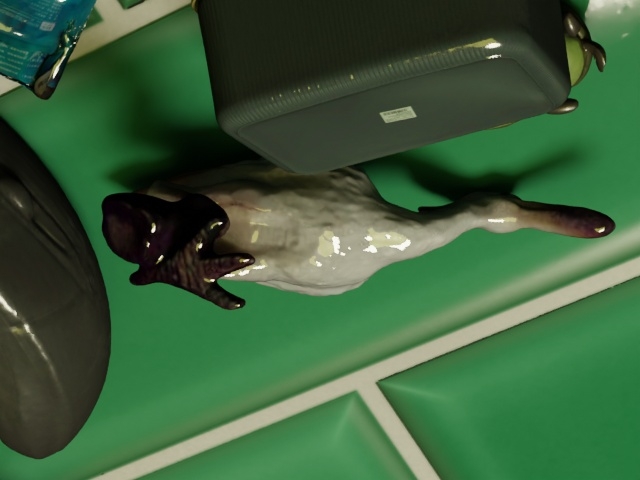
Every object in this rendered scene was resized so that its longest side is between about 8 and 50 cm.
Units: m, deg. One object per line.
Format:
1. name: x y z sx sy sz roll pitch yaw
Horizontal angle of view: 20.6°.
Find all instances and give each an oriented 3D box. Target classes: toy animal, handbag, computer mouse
1. toy animal: 0.001 -0.007 1.138 0.324 0.195 0.090 -4 107 -29
2. handbag: 0.125 -0.103 1.112 0.111 0.047 0.072 -36 118 21
3. computer mouse: -0.192 0.028 1.150 0.086 0.137 0.269 -9 127 12

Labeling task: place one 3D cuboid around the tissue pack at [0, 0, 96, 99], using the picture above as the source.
1. tissue pack: -0.216 -0.145 1.093 0.138 0.028 0.085 21 123 -19

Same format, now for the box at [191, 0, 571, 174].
1. box: 0.039 -0.111 1.027 0.201 0.090 0.144 -13 163 18
